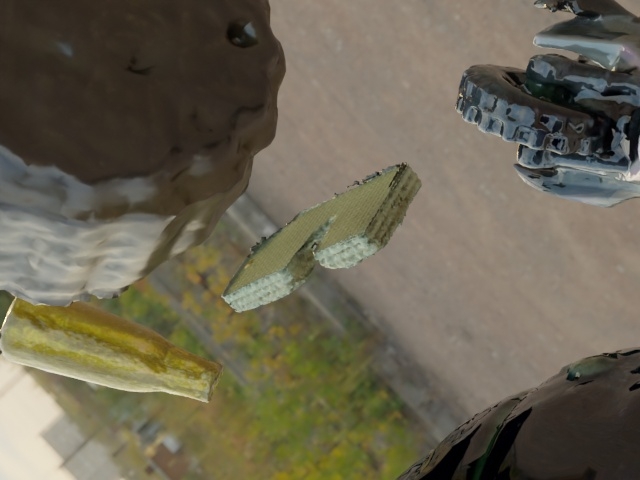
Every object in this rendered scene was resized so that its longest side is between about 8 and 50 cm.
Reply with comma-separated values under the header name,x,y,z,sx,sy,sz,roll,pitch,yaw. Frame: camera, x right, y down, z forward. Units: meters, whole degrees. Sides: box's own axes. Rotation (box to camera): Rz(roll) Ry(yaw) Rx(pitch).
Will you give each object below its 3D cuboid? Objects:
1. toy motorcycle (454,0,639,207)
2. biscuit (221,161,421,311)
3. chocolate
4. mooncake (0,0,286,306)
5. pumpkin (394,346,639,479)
name,x,y,z,sx,sy,sz,roll,pitch,yaw
toy motorcycle,0.238,-0.089,0.887,0.188,0.327,0.143,19,111,35
biscuit,0.000,0.000,1.548,0.250,0.147,0.046,-24,113,38
chocolate,-0.205,0.110,1.309,0.219,0.086,0.086,17,164,7
mooncake,-0.184,-0.127,0.974,0.324,0.324,0.187,46,148,1
pumpkin,0.157,0.219,0.499,0.266,0.363,0.363,13,-162,-48
